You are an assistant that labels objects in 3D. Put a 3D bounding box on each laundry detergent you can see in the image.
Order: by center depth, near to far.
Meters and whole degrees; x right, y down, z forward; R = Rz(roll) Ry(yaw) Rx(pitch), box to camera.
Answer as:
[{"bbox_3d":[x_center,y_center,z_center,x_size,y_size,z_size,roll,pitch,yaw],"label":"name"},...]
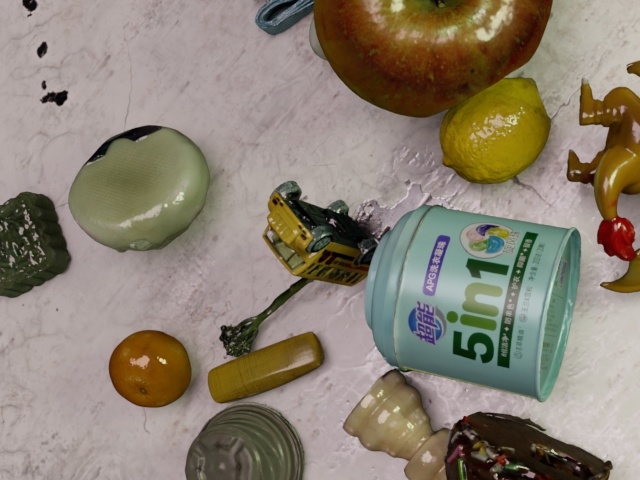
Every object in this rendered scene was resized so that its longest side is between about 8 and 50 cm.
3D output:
[{"bbox_3d":[0.245,0.094,1.645,0.305,0.287,0.287,11,84,22],"label":"laundry detergent"}]

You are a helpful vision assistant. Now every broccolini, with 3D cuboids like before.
[{"bbox_3d":[-0.102,0.134,1.867,0.071,0.057,0.254,42,118,-10],"label":"broccolini"}]

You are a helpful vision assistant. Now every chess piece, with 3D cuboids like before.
[{"bbox_3d":[0.176,0.353,1.714,0.261,0.143,0.142,40,96,18],"label":"chess piece"}]

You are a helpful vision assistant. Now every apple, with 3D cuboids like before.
[{"bbox_3d":[0.180,-0.377,1.644,0.384,0.374,0.374,0,79,-2],"label":"apple"}]

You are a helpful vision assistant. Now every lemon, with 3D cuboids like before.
[{"bbox_3d":[0.301,-0.189,1.734,0.193,0.180,0.180,-41,66,-20],"label":"lemon"}]

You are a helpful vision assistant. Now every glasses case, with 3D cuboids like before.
[{"bbox_3d":[-0.103,0.241,1.870,0.234,0.064,0.079,-23,70,16],"label":"glasses case"}]

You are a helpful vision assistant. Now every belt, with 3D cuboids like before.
[{"bbox_3d":[-0.053,-0.486,1.990,0.179,0.065,0.100,-24,81,13],"label":"belt"}]

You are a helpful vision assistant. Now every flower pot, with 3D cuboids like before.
[{"bbox_3d":[-0.156,0.411,1.821,0.235,0.140,0.235,-3,81,22],"label":"flower pot"}]

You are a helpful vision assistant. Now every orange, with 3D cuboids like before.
[{"bbox_3d":[-0.324,0.242,1.918,0.159,0.159,0.136,-10,36,19],"label":"orange"}]

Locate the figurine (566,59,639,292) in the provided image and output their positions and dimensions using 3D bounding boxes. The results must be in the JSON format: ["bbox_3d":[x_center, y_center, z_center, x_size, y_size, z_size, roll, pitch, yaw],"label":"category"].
[{"bbox_3d":[0.593,-0.115,1.577,0.387,0.268,0.401,2,115,5],"label":"figurine"}]

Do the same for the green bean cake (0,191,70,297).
[{"bbox_3d":[-0.636,0.010,2.109,0.183,0.094,0.185,-26,77,14],"label":"green bean cake"}]

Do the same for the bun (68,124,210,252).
[{"bbox_3d":[-0.339,-0.085,1.972,0.283,0.179,0.283,-9,56,14],"label":"bun"}]

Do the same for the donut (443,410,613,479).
[{"bbox_3d":[0.309,0.368,1.535,0.259,0.345,0.136,22,96,15],"label":"donut"}]

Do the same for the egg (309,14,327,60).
[{"bbox_3d":[0.073,-0.413,1.876,0.209,0.151,0.151,-31,71,14],"label":"egg"}]

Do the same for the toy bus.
[{"bbox_3d":[0.000,0.000,1.731,0.123,0.335,0.121,-43,69,14],"label":"toy bus"}]
